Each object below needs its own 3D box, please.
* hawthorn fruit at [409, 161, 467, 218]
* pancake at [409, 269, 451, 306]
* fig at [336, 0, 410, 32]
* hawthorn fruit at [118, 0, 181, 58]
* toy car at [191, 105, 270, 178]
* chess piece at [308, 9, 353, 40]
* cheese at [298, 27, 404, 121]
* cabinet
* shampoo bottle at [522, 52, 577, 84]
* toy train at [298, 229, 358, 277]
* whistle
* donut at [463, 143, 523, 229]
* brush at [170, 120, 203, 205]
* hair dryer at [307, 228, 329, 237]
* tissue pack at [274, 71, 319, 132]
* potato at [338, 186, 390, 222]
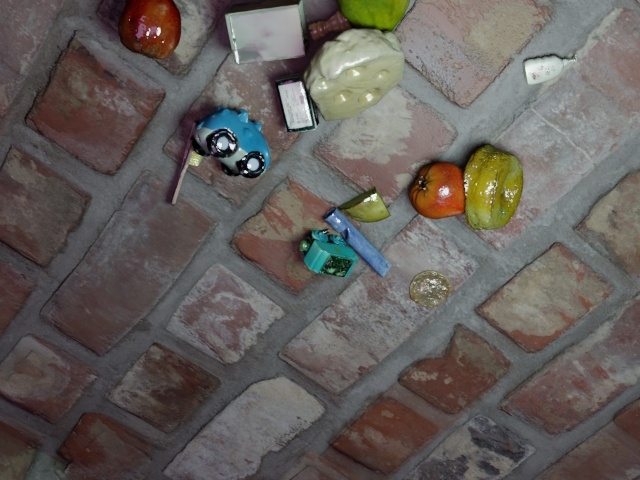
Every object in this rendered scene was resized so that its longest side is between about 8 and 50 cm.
[{"bbox_3d":[0.406,-0.148,1.933,0.226,0.196,0.196,16,117,-20],"label":"hawthorn fruit"},{"bbox_3d":[0.389,0.173,2.177,0.152,0.025,0.151,1,117,2],"label":"pancake"},{"bbox_3d":[0.147,-0.691,1.694,0.233,0.314,0.232,-3,81,17],"label":"fig"},{"bbox_3d":[-0.476,-0.641,1.758,0.181,0.181,0.235,29,96,-11],"label":"hawthorn fruit"},{"bbox_3d":[-0.262,-0.310,1.892,0.255,0.188,0.190,36,78,-29],"label":"toy car"},{"bbox_3d":[0.029,-0.629,1.783,0.122,0.066,0.066,-14,115,15],"label":"chess piece"},{"bbox_3d":[0.087,-0.466,1.734,0.326,0.318,0.115,-42,67,42],"label":"cheese"},{"bbox_3d":[-0.148,-0.606,1.754,0.206,0.150,0.145,-5,120,6],"label":"cabinet"},{"bbox_3d":[0.683,-0.515,1.809,0.152,0.045,0.077,-13,114,9],"label":"shampoo bottle"},{"bbox_3d":[0.029,0.048,2.053,0.198,0.154,0.107,13,118,-35],"label":"toy train"},{"bbox_3d":[0.133,0.008,2.090,0.062,0.062,0.304,-39,108,20],"label":"whistle"},{"bbox_3d":[0.543,-0.154,1.880,0.107,0.272,0.271,16,125,42],"label":"donut"},{"bbox_3d":[-0.428,-0.240,2.002,0.067,0.072,0.312,15,118,-20],"label":"brush"},{"bbox_3d":[0.000,0.000,2.119,0.079,0.031,0.083,-19,128,3],"label":"hair dryer"},{"bbox_3d":[-0.070,-0.423,1.874,0.103,0.090,0.170,-8,114,9],"label":"tissue pack"},{"bbox_3d":[0.151,-0.089,2.031,0.149,0.081,0.120,-28,109,16],"label":"potato"}]
